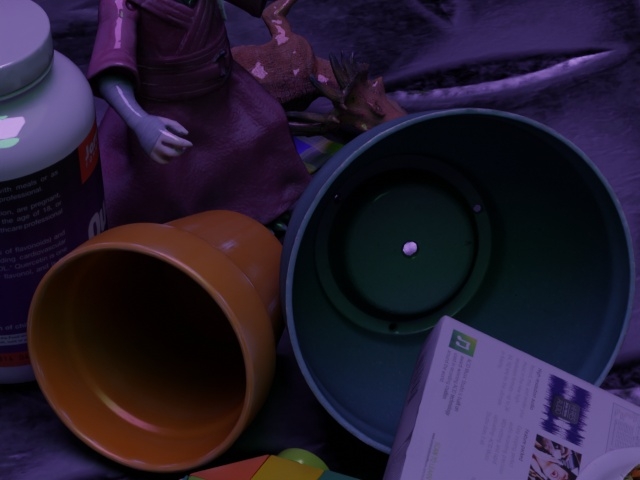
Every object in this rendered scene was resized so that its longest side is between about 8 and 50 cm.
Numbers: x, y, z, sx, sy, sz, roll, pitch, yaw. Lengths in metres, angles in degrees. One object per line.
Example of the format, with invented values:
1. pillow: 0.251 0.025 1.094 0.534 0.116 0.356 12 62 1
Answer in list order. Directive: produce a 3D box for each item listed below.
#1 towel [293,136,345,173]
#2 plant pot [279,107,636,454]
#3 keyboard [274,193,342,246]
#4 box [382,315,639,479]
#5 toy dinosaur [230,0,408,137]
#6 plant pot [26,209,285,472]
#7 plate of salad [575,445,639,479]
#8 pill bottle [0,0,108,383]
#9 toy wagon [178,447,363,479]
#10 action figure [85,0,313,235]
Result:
1. towel: -0.023 -0.087 1.943 0.060 0.009 0.083 31 49 34
2. plant pot: 0.094 0.022 1.628 0.293 0.293 0.196 -10 13 -11
3. keyboard: 0.000 0.000 1.815 0.100 0.038 0.192 18 44 22
4. box: 0.204 0.211 1.445 0.322 0.058 0.232 25 41 -3
5. toy dinosaur: -0.064 -0.151 1.929 0.296 0.127 0.200 -16 44 -6
6. plant pot: -0.114 0.064 1.630 0.205 0.205 0.188 14 26 18
7. plate of salad: 0.272 0.224 1.390 0.200 0.048 0.199 17 42 -16
8. pill bottle: -0.276 -0.045 1.647 0.182 0.323 0.181 0 40 0
9. toy wagon: -0.055 0.253 1.454 0.344 0.068 0.267 13 35 24
10. action figure: -0.124 -0.171 1.756 0.248 0.370 0.276 -30 43 -29
